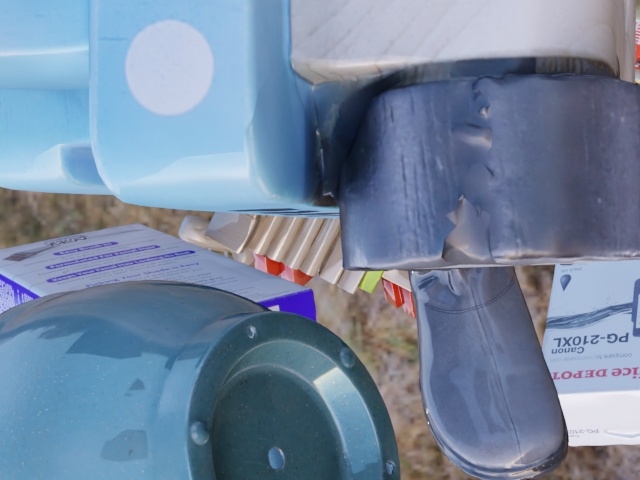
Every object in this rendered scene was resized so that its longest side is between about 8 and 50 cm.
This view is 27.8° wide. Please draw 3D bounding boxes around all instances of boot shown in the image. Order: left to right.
[{"bbox_3d":[0.117,0.025,1.107,0.338,0.118,0.222,-107,3,-50],"label":"boot"}]

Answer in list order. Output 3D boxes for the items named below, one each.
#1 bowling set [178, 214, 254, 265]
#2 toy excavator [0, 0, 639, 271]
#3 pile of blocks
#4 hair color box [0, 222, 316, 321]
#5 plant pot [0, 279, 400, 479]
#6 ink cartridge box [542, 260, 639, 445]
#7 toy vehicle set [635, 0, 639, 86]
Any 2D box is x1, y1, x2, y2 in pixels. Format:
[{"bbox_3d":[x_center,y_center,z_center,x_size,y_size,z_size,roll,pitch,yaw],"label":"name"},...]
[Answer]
[{"bbox_3d":[-0.194,0.114,1.975,0.200,0.154,0.287,-20,51,64],"label":"bowling set"},{"bbox_3d":[-0.107,-0.095,0.451,0.445,0.433,0.222,-2,89,17],"label":"toy excavator"},{"bbox_3d":[0.000,0.000,1.403,0.112,0.362,0.149,-62,28,11],"label":"pile of blocks"},{"bbox_3d":[-0.170,0.075,1.181,0.339,0.185,0.110,20,117,54],"label":"hair color box"},{"bbox_3d":[-0.077,0.149,0.800,0.196,0.293,0.293,-23,71,41],"label":"plant pot"},{"bbox_3d":[0.347,0.101,1.438,0.172,0.100,0.237,-7,47,29],"label":"ink cartridge box"},{"bbox_3d":[0.325,-0.160,1.099,0.267,0.166,0.035,88,-159,-67],"label":"toy vehicle set"}]
